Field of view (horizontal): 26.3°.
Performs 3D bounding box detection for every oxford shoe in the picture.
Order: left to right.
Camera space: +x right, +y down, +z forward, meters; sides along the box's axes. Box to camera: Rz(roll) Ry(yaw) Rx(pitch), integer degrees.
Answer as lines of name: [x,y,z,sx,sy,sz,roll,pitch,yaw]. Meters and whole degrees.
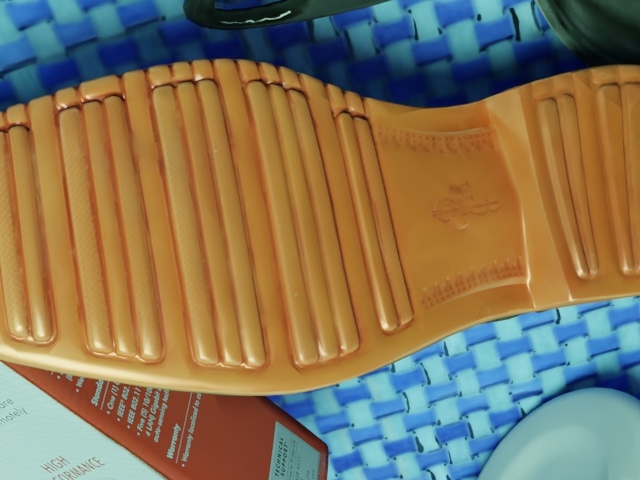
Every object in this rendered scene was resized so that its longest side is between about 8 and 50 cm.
oxford shoe: [0.000,0.000,0.587,0.364,0.133,0.130,-2,82,-23]

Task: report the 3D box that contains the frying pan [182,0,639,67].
frying pan: [0.126,-0.123,0.611,0.326,0.053,0.197,-29,121,13]

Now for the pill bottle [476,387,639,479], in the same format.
pill bottle: [0.222,0.206,0.769,0.272,0.152,0.152,32,114,-22]

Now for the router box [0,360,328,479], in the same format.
router box: [-0.219,0.113,0.661,0.335,0.082,0.301,-32,121,32]
